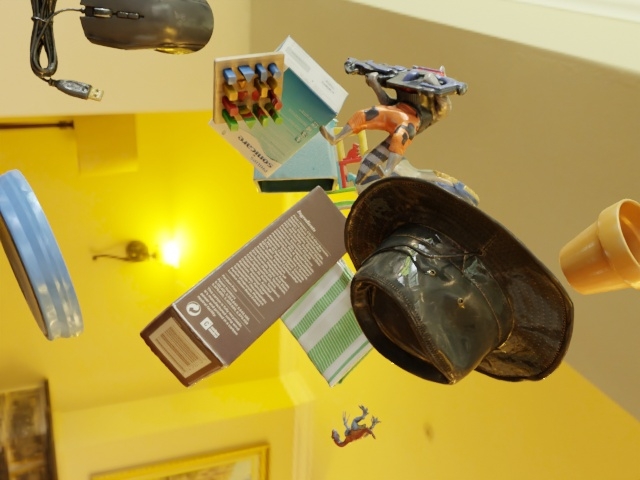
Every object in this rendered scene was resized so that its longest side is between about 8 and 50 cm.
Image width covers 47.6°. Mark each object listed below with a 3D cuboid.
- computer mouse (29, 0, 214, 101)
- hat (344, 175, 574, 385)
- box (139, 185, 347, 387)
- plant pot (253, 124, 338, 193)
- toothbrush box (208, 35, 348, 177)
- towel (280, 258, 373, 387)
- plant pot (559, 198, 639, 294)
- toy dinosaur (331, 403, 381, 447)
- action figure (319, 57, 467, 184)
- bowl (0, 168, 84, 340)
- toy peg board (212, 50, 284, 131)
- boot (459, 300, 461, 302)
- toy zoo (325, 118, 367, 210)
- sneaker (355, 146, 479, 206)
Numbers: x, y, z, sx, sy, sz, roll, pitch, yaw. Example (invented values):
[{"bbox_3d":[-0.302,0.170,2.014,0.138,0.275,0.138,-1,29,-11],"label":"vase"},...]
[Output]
[{"bbox_3d":[-0.290,-0.284,1.034,0.060,0.262,0.184,-121,-138,-73],"label":"computer mouse"},{"bbox_3d":[0.135,0.088,0.903,0.331,0.134,0.331,27,-39,25],"label":"hat"},{"bbox_3d":[-0.118,0.079,1.294,0.143,0.381,0.191,49,-36,-4],"label":"box"},{"bbox_3d":[-0.077,-0.287,2.217,0.247,0.248,0.252,96,-8,-84],"label":"plant pot"},{"bbox_3d":[-0.111,-0.337,1.870,0.295,0.216,0.126,-38,-163,36],"label":"toothbrush box"},{"bbox_3d":[0.018,0.181,1.852,0.248,0.038,0.325,-50,-124,16],"label":"towel"},{"bbox_3d":[0.673,0.035,1.688,0.188,0.205,0.205,-33,-118,45],"label":"plant pot"},{"bbox_3d":[0.043,0.268,1.017,0.082,0.047,0.090,-52,180,18],"label":"toy dinosaur"},{"bbox_3d":[0.159,-0.296,1.663,0.341,0.330,0.178,33,-26,43],"label":"action figure"},{"bbox_3d":[-0.633,0.039,1.592,0.391,0.077,0.391,42,-35,41],"label":"bowl"},{"bbox_3d":[-0.149,-0.322,1.610,0.160,0.161,0.079,99,-31,-42],"label":"toy peg board"},{"bbox_3d":[0.333,0.126,1.441,0.106,0.219,0.082,-57,137,-55],"label":"boot"},{"bbox_3d":[0.064,-0.244,2.329,0.192,0.030,0.293,-6,-85,25],"label":"toy zoo"},{"bbox_3d":[0.224,-0.110,1.721,0.112,0.297,0.131,113,-2,-84],"label":"sneaker"}]
